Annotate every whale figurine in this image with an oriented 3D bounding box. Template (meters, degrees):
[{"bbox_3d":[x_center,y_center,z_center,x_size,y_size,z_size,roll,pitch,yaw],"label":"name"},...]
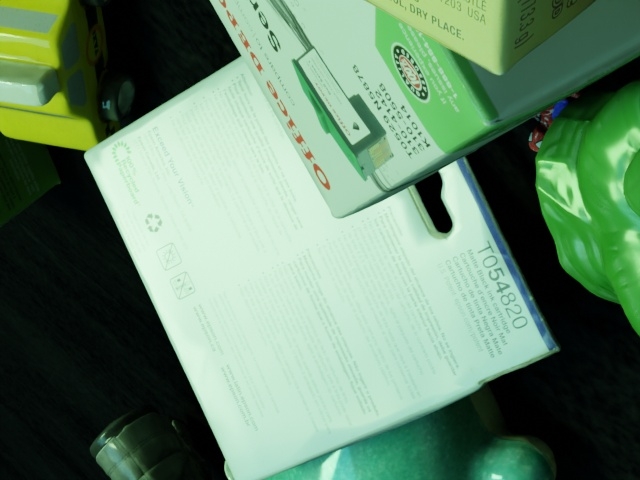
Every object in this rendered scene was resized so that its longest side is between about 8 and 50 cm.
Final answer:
[{"bbox_3d":[0.034,0.124,0.921,0.216,0.141,0.272,17,129,27],"label":"whale figurine"}]

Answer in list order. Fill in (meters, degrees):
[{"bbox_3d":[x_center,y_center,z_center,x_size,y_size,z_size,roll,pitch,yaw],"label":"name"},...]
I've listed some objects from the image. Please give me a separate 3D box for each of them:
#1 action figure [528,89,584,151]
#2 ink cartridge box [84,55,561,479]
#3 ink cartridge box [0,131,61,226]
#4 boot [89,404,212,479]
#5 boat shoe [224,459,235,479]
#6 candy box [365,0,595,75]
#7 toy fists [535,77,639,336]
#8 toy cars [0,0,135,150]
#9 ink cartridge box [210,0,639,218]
[{"bbox_3d":[0.110,-0.080,0.695,0.038,0.030,0.115,35,151,22],"label":"action figure"},{"bbox_3d":[0.000,0.000,0.838,0.224,0.045,0.223,-27,86,31],"label":"ink cartridge box"},{"bbox_3d":[-0.353,-0.131,1.246,0.255,0.097,0.188,26,144,41],"label":"ink cartridge box"},{"bbox_3d":[-0.113,0.233,1.203,0.222,0.118,0.338,52,172,12],"label":"boot"},{"bbox_3d":[-0.045,0.147,1.122,0.116,0.099,0.319,32,148,26],"label":"boat shoe"},{"bbox_3d":[0.080,-0.220,0.396,0.088,0.183,0.316,33,148,28],"label":"candy box"},{"bbox_3d":[0.194,0.054,0.653,0.142,0.096,0.279,2,122,55],"label":"toy fists"},{"bbox_3d":[-0.253,-0.078,1.046,0.176,0.087,0.394,40,134,-15],"label":"toy cars"},{"bbox_3d":[0.032,-0.109,0.643,0.160,0.093,0.219,61,163,1],"label":"ink cartridge box"}]
